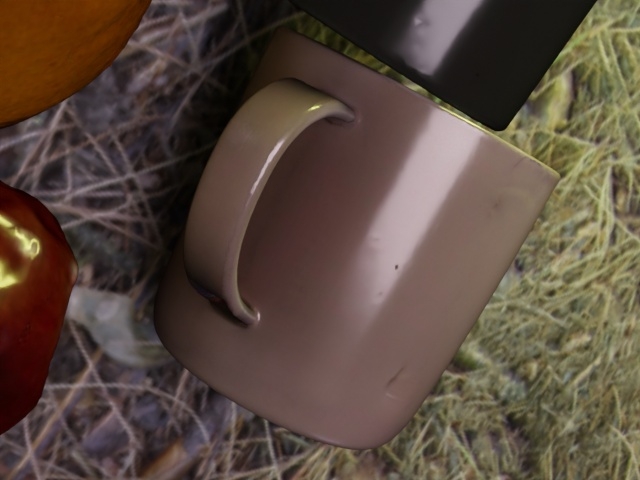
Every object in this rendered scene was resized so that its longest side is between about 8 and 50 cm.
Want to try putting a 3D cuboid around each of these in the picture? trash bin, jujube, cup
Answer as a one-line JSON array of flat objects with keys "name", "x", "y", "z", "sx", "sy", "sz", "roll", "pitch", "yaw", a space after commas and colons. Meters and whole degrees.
[{"name": "trash bin", "x": 0.117, "y": -0.246, "z": 0.677, "sx": 0.214, "sy": 0.214, "sz": 0.334, "roll": 27, "pitch": 104, "yaw": -32}, {"name": "jujube", "x": -0.241, "y": 0.022, "z": 0.624, "sx": 0.230, "sy": 0.155, "sz": 0.155, "roll": 20, "pitch": 94, "yaw": -30}, {"name": "cup", "x": 0.000, "y": 0.000, "z": 0.710, "sx": 0.200, "sy": 0.191, "sz": 0.253, "roll": -62, "pitch": 156, "yaw": 5}]

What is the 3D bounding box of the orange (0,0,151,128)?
[{"name": "orange", "x": -0.195, "y": -0.207, "z": 0.622, "sx": 0.274, "sy": 0.274, "sz": 0.310, "roll": -5, "pitch": 138, "yaw": -28}]
